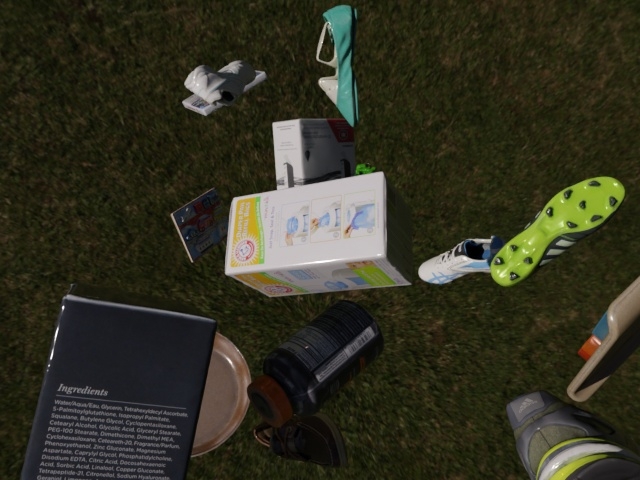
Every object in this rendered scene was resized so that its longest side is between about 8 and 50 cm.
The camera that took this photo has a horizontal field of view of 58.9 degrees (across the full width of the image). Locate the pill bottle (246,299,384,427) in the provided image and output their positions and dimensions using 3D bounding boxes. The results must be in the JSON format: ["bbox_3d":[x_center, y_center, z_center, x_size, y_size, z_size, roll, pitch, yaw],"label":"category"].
[{"bbox_3d":[-0.011,0.219,0.998,0.246,0.130,0.130,-33,82,-34],"label":"pill bottle"}]

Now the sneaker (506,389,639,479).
[{"bbox_3d":[0.275,0.227,0.511,0.111,0.121,0.300,-40,119,13],"label":"sneaker"}]

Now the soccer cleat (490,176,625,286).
[{"bbox_3d":[0.280,-0.010,0.682,0.179,0.072,0.060,-41,69,16],"label":"soccer cleat"}]

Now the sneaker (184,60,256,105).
[{"bbox_3d":[-0.143,-0.238,0.880,0.061,0.152,0.053,47,126,4],"label":"sneaker"}]

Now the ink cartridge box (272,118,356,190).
[{"bbox_3d":[-0.010,-0.180,1.503,0.197,0.114,0.273,-11,102,-41],"label":"ink cartridge box"}]

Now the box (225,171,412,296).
[{"bbox_3d":[0.000,0.000,0.696,0.203,0.114,0.103,-7,67,23],"label":"box"}]

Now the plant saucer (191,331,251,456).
[{"bbox_3d":[-0.316,0.349,1.315,0.311,0.050,0.310,4,57,-7],"label":"plant saucer"}]

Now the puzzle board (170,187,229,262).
[{"bbox_3d":[-0.214,-0.031,1.046,0.011,0.128,0.096,-8,112,33],"label":"puzzle board"}]

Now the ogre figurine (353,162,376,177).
[{"bbox_3d":[0.109,-0.077,1.188,0.097,0.197,0.118,-26,121,-11],"label":"ogre figurine"}]

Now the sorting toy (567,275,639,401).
[{"bbox_3d":[0.419,0.051,0.693,0.307,0.229,0.041,-38,56,-15],"label":"sorting toy"}]

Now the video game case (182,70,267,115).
[{"bbox_3d":[-0.265,-0.412,1.556,0.201,0.183,0.023,-36,123,-15],"label":"video game case"}]

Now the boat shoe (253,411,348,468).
[{"bbox_3d":[-0.058,0.461,1.303,0.123,0.342,0.123,-15,94,-28],"label":"boat shoe"}]

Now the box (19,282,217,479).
[{"bbox_3d":[-0.323,0.281,0.873,0.212,0.293,0.395,12,86,-21],"label":"box"}]

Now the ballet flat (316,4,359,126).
[{"bbox_3d":[0.036,-0.364,1.197,0.087,0.083,0.247,-3,104,0],"label":"ballet flat"}]

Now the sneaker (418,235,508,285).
[{"bbox_3d":[0.304,0.038,1.230,0.086,0.237,0.085,46,52,-21],"label":"sneaker"}]
